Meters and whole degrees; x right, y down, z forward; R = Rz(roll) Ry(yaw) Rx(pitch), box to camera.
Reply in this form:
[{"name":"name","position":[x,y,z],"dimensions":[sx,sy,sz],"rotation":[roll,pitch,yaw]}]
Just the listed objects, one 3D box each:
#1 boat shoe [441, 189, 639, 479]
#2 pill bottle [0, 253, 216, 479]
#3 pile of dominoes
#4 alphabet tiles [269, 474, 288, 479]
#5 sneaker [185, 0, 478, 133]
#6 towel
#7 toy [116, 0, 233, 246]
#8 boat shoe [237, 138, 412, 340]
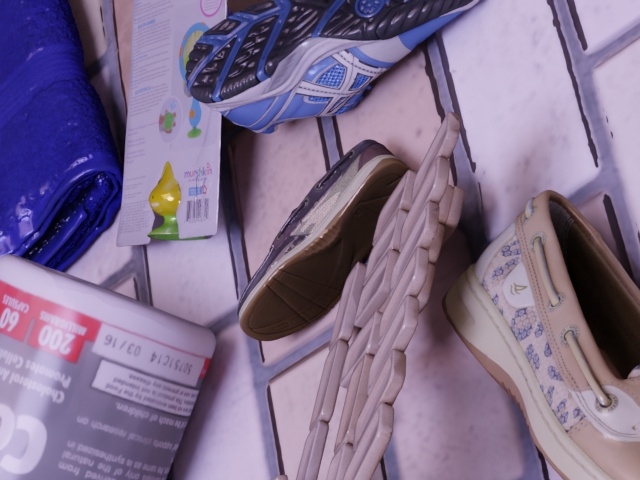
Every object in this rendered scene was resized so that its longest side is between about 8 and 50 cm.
[{"name":"boat shoe","position":[0.159,0.073,1.030],"dimensions":[0.089,0.104,0.285],"rotation":[-58,40,15]},{"name":"pill bottle","position":[-0.191,0.166,1.327],"dimensions":[0.161,0.161,0.283],"rotation":[17,86,50]},{"name":"pile of dominoes","position":[0.040,0.072,1.141],"dimensions":[0.196,0.040,0.251],"rotation":[122,165,-56]},{"name":"alphabet tiles","position":[-0.039,0.271,1.156],"dimensions":[0.198,0.009,0.237],"rotation":[140,126,-63]},{"name":"sneaker","position":[0.017,-0.136,1.309],"dimensions":[0.211,0.081,0.080],"rotation":[-21,55,20]},{"name":"towel","position":[-0.262,-0.080,1.594],"dimensions":[0.227,0.076,0.308],"rotation":[-40,46,19]},{"name":"toy","position":[-0.088,-0.114,1.419],"dimensions":[0.137,0.056,0.237],"rotation":[-7,75,54]},{"name":"boat shoe","position":[0.000,0.000,1.282],"dimensions":[0.152,0.056,0.049],"rotation":[-46,39,10]}]
